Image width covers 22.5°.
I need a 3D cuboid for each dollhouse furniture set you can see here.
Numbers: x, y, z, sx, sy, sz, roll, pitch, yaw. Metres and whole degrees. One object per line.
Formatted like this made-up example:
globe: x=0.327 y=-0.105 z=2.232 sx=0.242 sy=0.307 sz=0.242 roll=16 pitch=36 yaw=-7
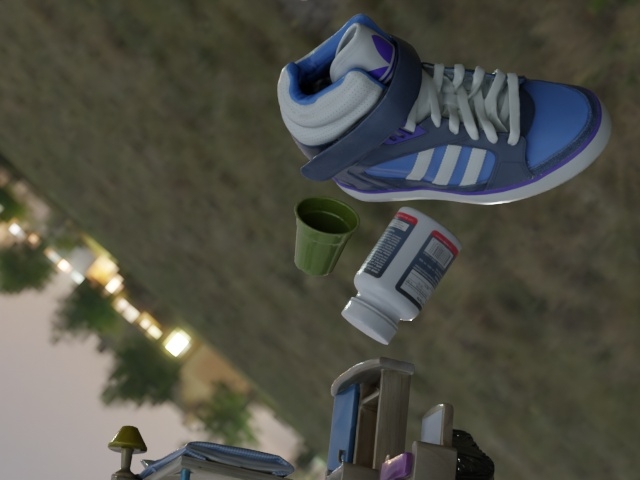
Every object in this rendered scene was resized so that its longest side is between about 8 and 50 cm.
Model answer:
dollhouse furniture set: x=-0.049 y=0.199 z=1.734 sx=0.303 sy=0.198 sz=0.286 roll=14 pitch=154 yaw=-19

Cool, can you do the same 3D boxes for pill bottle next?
pill bottle: x=0.111 y=0.052 z=2.299 sx=0.108 sy=0.180 sz=0.108 roll=34 pitch=171 yaw=6

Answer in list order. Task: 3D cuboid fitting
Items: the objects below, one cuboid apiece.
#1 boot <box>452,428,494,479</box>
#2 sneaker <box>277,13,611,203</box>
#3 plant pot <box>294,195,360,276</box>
boot: x=0.166 y=0.370 z=2.069 sx=0.094 sy=0.207 sz=0.246 roll=2 pitch=-172 yaw=-1
sneaker: x=0.116 y=-0.143 z=1.650 sx=0.323 sy=0.130 sz=0.236 roll=-7 pitch=150 yaw=22
plant pot: x=0.000 y=0.000 z=2.008 sx=0.083 sy=0.083 sz=0.079 roll=38 pitch=129 yaw=30
